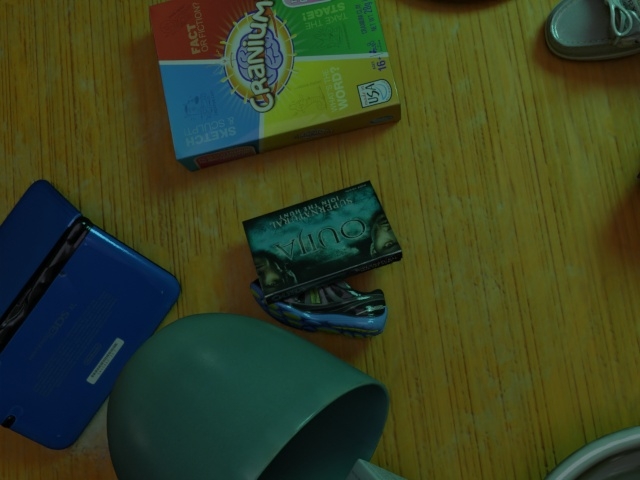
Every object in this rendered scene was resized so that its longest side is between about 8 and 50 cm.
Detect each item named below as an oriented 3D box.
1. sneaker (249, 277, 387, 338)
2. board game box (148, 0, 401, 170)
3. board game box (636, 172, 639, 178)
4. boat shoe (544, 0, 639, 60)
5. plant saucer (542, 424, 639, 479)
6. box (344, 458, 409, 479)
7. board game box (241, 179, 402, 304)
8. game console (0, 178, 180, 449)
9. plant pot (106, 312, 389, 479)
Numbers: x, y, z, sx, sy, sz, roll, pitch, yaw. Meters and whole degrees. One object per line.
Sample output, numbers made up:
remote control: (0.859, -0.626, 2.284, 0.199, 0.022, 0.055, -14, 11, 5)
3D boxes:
sneaker: (-0.002, 0.080, 0.852, 0.188, 0.067, 0.078, 9, 62, 11)
board game box: (-0.066, -0.253, 0.902, 0.317, 0.064, 0.242, -14, 80, 5)
board game box: (0.599, -0.086, 0.736, 0.347, 0.078, 0.233, 33, 87, 11)
boat shoe: (0.434, -0.313, 0.779, 0.321, 0.103, 0.118, -8, 85, 33)
plant saucer: (0.407, 0.408, 0.722, 0.401, 0.100, 0.400, -1, 81, 7)
box: (0.101, 0.333, 0.732, 0.137, 0.126, 0.072, 34, 87, -32)
board game box: (0.000, 0.000, 0.842, 0.186, 0.026, 0.126, -19, 57, -3)
game console: (-0.387, 0.099, 0.912, 0.250, 0.173, 0.293, 36, 88, -20)
plant pot: (-0.102, 0.220, 0.732, 0.235, 0.293, 0.293, 32, 87, 29)
